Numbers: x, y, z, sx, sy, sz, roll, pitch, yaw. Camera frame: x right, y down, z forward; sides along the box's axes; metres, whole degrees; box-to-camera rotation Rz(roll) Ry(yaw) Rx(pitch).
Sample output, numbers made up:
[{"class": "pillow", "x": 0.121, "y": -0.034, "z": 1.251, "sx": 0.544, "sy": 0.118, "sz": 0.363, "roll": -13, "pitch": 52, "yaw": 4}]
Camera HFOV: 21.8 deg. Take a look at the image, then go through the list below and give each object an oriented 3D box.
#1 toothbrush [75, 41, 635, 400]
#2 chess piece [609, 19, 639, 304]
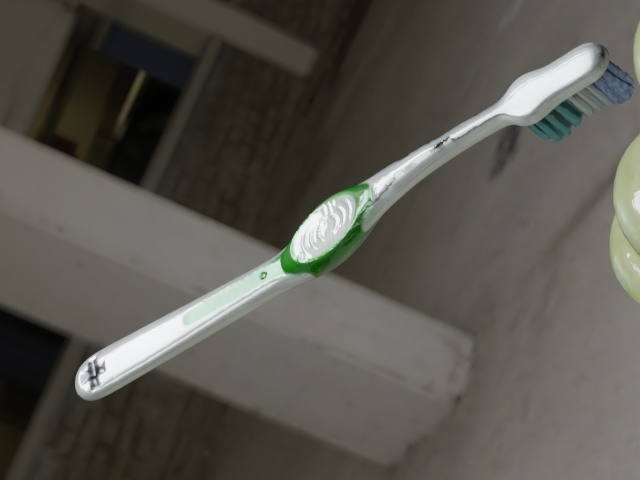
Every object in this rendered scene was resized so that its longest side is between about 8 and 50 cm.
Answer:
[{"class": "toothbrush", "x": -0.001, "y": -0.001, "z": 0.706, "sx": 0.304, "sy": 0.030, "sz": 0.030, "roll": -30, "pitch": 29, "yaw": 29}, {"class": "chess piece", "x": 0.218, "y": -0.084, "z": 0.841, "sx": 0.251, "sy": 0.144, "sz": 0.144, "roll": 80, "pitch": -163, "yaw": -44}]
